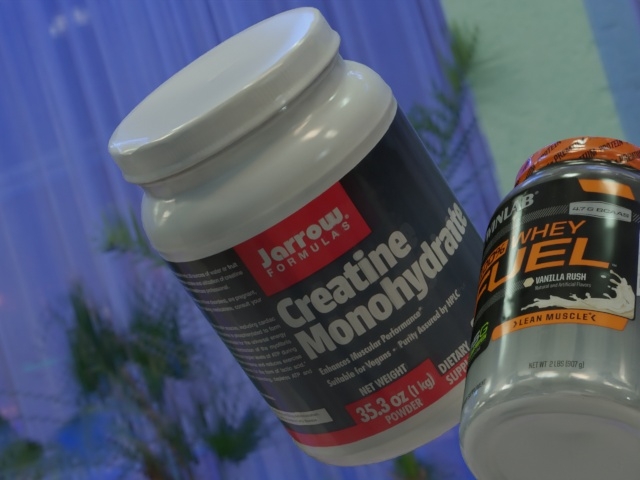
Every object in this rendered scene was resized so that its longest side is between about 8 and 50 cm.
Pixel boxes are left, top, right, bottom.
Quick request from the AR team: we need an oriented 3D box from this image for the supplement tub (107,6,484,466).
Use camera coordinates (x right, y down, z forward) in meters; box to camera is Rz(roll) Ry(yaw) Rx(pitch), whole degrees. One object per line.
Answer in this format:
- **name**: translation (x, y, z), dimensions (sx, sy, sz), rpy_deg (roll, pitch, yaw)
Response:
- **supplement tub**: translation (0.000, 0.000, 1.049), dimensions (0.191, 0.272, 0.191), rpy_deg (-30, 19, 12)

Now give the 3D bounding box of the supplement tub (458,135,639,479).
- **supplement tub**: translation (0.139, 0.041, 0.814), dimensions (0.117, 0.117, 0.190), rpy_deg (-17, 40, 29)
